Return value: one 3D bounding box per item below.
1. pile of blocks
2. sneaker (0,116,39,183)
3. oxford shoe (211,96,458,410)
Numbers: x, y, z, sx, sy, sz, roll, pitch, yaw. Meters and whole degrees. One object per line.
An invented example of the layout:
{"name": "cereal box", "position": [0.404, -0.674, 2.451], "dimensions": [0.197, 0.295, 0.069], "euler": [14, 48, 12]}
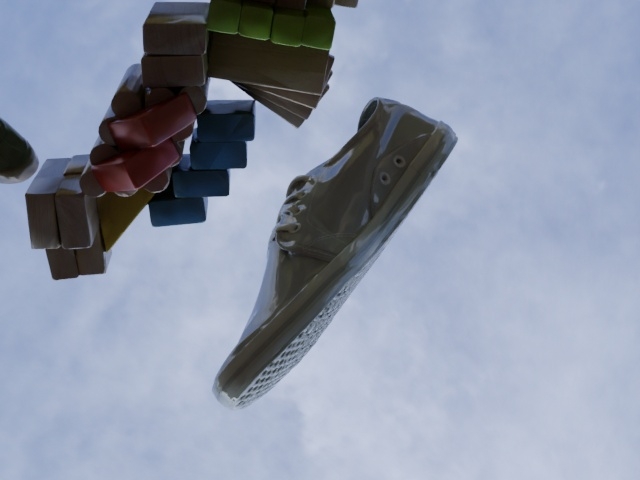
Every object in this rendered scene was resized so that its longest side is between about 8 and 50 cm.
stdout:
{"name": "pile of blocks", "position": [-0.079, -0.094, 0.705], "dimensions": [0.149, 0.113, 0.362], "euler": [31, -72, -15]}
{"name": "sneaker", "position": [-0.394, -0.133, 1.110], "dimensions": [0.192, 0.086, 0.064], "euler": [32, -110, 23]}
{"name": "oxford shoe", "position": [0.000, 0.000, 1.125], "dimensions": [0.130, 0.169, 0.449], "euler": [35, -123, 2]}
